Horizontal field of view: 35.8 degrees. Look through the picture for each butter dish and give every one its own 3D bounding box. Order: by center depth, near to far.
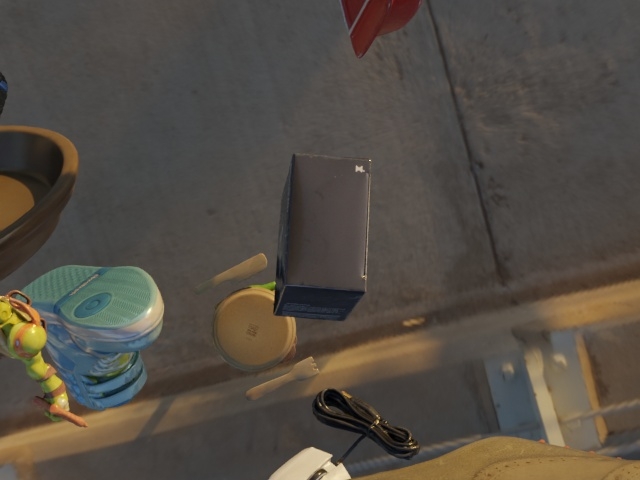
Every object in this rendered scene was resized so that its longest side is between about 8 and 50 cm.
[{"bbox_3d":[0.092,-0.340,1.282,0.118,0.160,0.160,-8,74,-16],"label":"butter dish"}]

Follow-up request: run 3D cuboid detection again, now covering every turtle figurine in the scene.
[{"bbox_3d":[-0.361,0.090,1.099,0.087,0.217,0.269,-50,122,-26],"label":"turtle figurine"}]

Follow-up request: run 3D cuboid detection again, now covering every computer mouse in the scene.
[{"bbox_3d":[-0.009,0.221,0.869,0.106,0.042,0.193,34,74,24],"label":"computer mouse"}]

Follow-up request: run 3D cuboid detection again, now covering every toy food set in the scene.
[{"bbox_3d":[-0.092,0.128,1.439,0.132,0.038,0.192,-25,88,3],"label":"toy food set"}]

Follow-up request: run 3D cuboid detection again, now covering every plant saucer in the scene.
[{"bbox_3d":[-0.299,-0.006,0.684,0.278,0.278,0.041,-8,119,8],"label":"plant saucer"}]

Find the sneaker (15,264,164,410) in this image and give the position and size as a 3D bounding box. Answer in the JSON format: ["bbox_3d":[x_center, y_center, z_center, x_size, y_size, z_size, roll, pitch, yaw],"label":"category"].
[{"bbox_3d":[-0.273,0.146,1.334,0.127,0.319,0.208,-37,115,-28],"label":"sneaker"}]

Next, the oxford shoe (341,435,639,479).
[{"bbox_3d":[0.153,0.147,0.546,0.348,0.130,0.123,-7,122,-1],"label":"oxford shoe"}]

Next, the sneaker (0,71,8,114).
[{"bbox_3d":[-0.214,-0.017,0.450,0.080,0.211,0.081,-25,135,31],"label":"sneaker"}]

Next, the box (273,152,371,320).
[{"bbox_3d":[0.000,0.000,1.145,0.093,0.158,0.155,5,73,-6],"label":"box"}]
